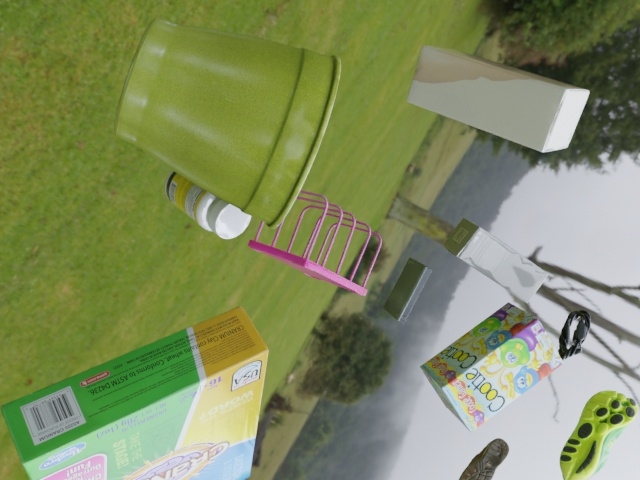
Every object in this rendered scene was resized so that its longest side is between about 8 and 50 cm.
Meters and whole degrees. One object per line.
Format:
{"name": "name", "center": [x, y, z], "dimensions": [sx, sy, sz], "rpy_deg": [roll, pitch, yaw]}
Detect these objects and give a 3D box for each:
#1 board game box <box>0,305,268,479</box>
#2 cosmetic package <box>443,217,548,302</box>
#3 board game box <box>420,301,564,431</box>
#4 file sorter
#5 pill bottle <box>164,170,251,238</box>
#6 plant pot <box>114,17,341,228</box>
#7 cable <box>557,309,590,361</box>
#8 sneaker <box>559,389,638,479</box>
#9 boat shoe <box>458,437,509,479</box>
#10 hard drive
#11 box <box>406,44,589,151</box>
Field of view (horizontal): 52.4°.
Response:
{"name": "board game box", "center": [-0.186, 0.229, 0.720], "dimensions": [0.242, 0.064, 0.316], "rpy_deg": [-22, 145, -26]}
{"name": "cosmetic package", "center": [0.452, 0.050, 1.682], "dimensions": [0.107, 0.238, 0.127], "rpy_deg": [-53, -168, 6]}
{"name": "board game box", "center": [0.405, 0.297, 1.554], "dimensions": [0.275, 0.142, 0.144], "rpy_deg": [-35, -164, -5]}
{"name": "file sorter", "center": [0.000, 0.000, 1.710], "dimensions": [0.290, 0.202, 0.182], "rpy_deg": [29, 80, -51]}
{"name": "pill bottle", "center": [-0.262, -0.094, 1.519], "dimensions": [0.119, 0.208, 0.119], "rpy_deg": [-29, 137, -31]}
{"name": "plant pot", "center": [-0.195, -0.254, 1.271], "dimensions": [0.366, 0.353, 0.366], "rpy_deg": [-160, -90, -77]}
{"name": "cable", "center": [0.827, 0.310, 2.126], "dimensions": [0.150, 0.047, 0.184], "rpy_deg": [108, 5, -51]}
{"name": "sneaker", "center": [0.676, 0.485, 1.608], "dimensions": [0.295, 0.109, 0.123], "rpy_deg": [-37, 143, -26]}
{"name": "boat shoe", "center": [0.417, 0.588, 1.681], "dimensions": [0.178, 0.064, 0.060], "rpy_deg": [-43, 166, -16]}
{"name": "hard drive", "center": [0.195, 0.110, 1.462], "dimensions": [0.135, 0.022, 0.094], "rpy_deg": [-62, -161, 3]}
{"name": "box", "center": [0.347, -0.286, 1.292], "dimensions": [0.148, 0.311, 0.121], "rpy_deg": [-16, 127, -51]}
